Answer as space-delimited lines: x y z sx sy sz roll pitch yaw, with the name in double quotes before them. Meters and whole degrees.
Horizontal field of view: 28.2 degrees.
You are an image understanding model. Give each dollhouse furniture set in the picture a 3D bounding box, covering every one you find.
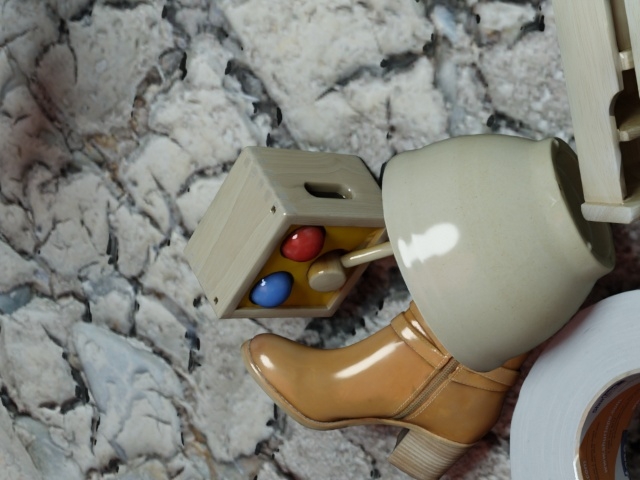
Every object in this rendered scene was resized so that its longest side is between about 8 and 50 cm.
"dollhouse furniture set" 0.258 -0.097 0.714 0.242 0.212 0.161 7 113 56

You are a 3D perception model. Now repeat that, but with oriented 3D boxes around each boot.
"boot" 0.052 0.082 0.968 0.197 0.073 0.152 28 116 -8

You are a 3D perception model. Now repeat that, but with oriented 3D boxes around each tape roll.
"tape roll" 0.236 0.142 0.841 0.219 0.072 0.219 -7 79 39

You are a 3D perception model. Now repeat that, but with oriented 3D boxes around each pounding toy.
"pounding toy" 0.000 0.000 0.950 0.130 0.141 0.100 -56 49 33

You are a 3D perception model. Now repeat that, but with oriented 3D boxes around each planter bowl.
"planter bowl" 0.130 -0.005 0.854 0.109 0.162 0.162 -24 96 26
